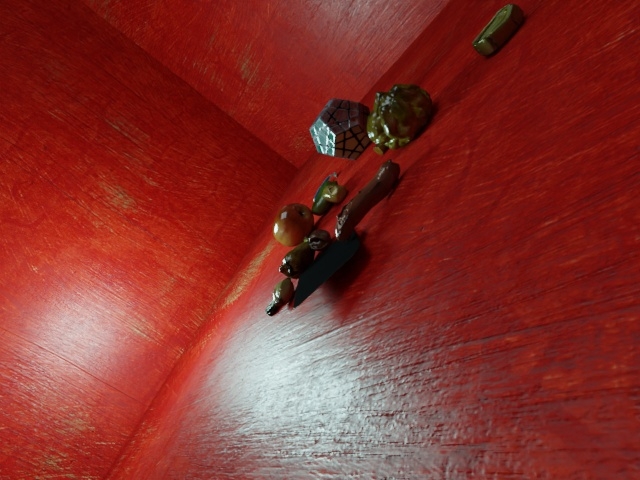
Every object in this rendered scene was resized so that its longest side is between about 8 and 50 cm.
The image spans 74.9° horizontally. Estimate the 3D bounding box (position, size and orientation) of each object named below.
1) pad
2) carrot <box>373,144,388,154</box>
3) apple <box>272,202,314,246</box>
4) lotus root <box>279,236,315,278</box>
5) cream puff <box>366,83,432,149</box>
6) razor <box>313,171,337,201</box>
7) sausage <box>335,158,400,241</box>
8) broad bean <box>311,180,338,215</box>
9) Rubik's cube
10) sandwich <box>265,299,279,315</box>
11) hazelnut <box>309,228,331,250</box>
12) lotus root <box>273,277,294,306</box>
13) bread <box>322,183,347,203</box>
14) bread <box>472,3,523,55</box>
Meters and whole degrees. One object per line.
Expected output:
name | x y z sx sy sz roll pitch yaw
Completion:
pad | 0.058 0.062 1.220 0.315 0.063 0.375 -45 8 9
carrot | 0.260 -0.398 1.637 0.139 0.048 0.048 -55 13 -18
apple | -0.119 -0.063 1.827 0.199 0.199 0.199 -50 14 17
lotus root | -0.064 0.056 1.478 0.190 0.095 0.108 -50 -16 -41
cream puff | 0.270 -0.428 1.431 0.244 0.196 0.243 -174 90 -69
razor | 0.017 -0.282 2.190 0.191 0.037 0.068 -50 15 14
sausage | 0.136 -0.118 1.227 0.304 0.078 0.078 -49 11 -15
broad bean | 0.026 -0.188 1.850 0.174 0.082 0.124 -68 16 -15
Rubik's cube | 0.109 -0.538 2.026 0.319 0.320 0.263 -108 28 -74
sandwich | -0.176 0.243 1.530 0.069 0.026 0.101 -57 13 -11
hazelnut | 0.000 0.000 1.454 0.086 0.086 0.086 -50 14 17
lotus root | -0.127 0.178 1.449 0.073 0.062 0.150 -38 19 27
bread | 0.054 -0.200 1.735 0.115 0.056 0.082 25 76 48
bread | 0.529 -0.624 1.240 0.156 0.064 0.117 -46 19 25
